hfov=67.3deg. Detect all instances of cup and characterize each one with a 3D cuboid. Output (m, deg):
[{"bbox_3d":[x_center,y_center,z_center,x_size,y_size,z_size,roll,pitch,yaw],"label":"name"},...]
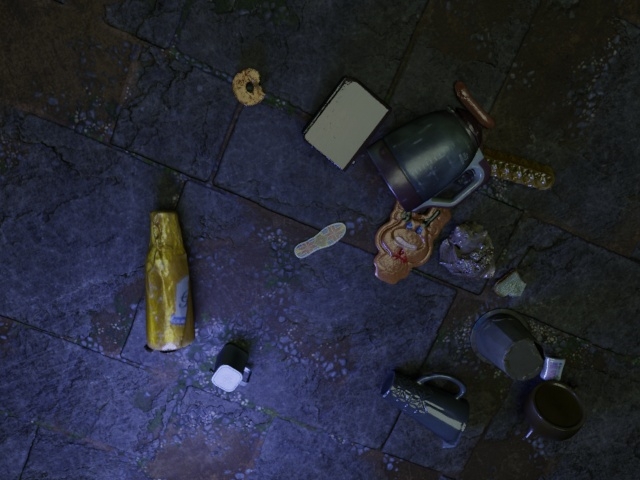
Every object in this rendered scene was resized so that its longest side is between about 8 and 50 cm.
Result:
[{"bbox_3d":[-0.290,0.434,1.607,0.128,0.129,0.095,36,104,-12],"label":"cup"}]

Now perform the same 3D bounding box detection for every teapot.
[{"bbox_3d":[0.813,0.601,1.686,0.267,0.185,0.175,-29,147,-23],"label":"teapot"},{"bbox_3d":[0.347,-0.229,1.433,0.312,0.233,0.315,-32,117,13],"label":"teapot"}]

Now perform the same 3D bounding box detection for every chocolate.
[{"bbox_3d":[-0.489,0.126,1.518,0.162,0.162,0.446,-1,100,-3],"label":"chocolate"}]

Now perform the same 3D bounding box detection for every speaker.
[{"bbox_3d":[0.076,-0.351,1.457,0.192,0.153,0.231,37,97,-9],"label":"speaker"}]

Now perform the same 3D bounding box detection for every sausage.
[{"bbox_3d":[0.485,-0.425,1.522,0.043,0.043,0.186,-44,100,6],"label":"sausage"}]

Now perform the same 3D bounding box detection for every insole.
[{"bbox_3d":[0.000,0.000,1.597,0.193,0.006,0.065,-28,101,2],"label":"insole"}]

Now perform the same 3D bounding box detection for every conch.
[{"bbox_3d":[0.493,0.052,1.587,0.178,0.163,0.245,-21,123,34],"label":"conch"}]

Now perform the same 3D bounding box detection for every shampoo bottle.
[{"bbox_3d":[0.825,0.459,1.713,0.072,0.043,0.099,6,101,-4],"label":"shampoo bottle"}]

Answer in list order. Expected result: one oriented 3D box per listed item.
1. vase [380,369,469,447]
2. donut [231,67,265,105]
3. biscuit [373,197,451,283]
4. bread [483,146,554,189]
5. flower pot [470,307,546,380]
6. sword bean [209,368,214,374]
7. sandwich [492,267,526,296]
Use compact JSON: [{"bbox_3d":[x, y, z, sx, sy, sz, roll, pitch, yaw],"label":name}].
[{"bbox_3d":[0.367,0.553,1.661,0.300,0.156,0.251,28,102,-2],"label":"vase"},{"bbox_3d":[-0.220,-0.468,1.474,0.097,0.043,0.108,-8,103,-2],"label":"donut"},{"bbox_3d":[0.287,-0.011,1.590,0.201,0.047,0.334,27,99,-8],"label":"biscuit"},{"bbox_3d":[0.579,-0.242,1.544,0.367,0.077,0.084,14,101,-5],"label":"bread"},{"bbox_3d":[0.643,0.357,1.607,0.212,0.202,0.213,-1,101,-7],"label":"flower pot"},{"bbox_3d":[-0.356,0.476,1.669,0.012,0.012,0.083,-42,99,5],"label":"sword bean"},{"bbox_3d":[0.648,0.158,1.647,0.104,0.036,0.093,-37,102,5],"label":"sandwich"}]
